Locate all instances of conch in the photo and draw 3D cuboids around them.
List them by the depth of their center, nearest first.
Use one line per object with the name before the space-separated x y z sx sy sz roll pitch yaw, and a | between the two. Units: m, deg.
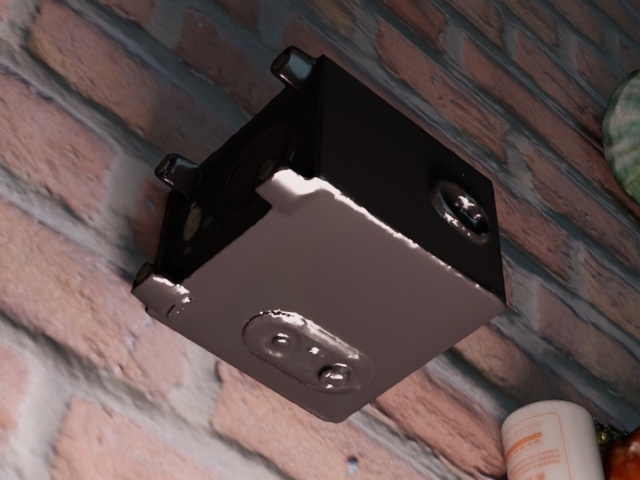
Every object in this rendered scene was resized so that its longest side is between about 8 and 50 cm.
conch | 0.524 -0.164 2.120 0.277 0.195 0.220 -105 169 -70

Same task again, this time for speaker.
speaker | 0.000 0.000 1.227 0.254 0.232 0.184 35 35 -27

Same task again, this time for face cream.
face cream | 0.245 0.287 1.378 0.101 0.101 0.251 31 38 -30

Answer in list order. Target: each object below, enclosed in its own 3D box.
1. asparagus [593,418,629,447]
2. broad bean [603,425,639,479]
asparagus | 0.325 0.225 1.604 0.165 0.030 0.036 24 31 -37
broad bean | 0.418 0.307 1.558 0.228 0.122 0.156 50 30 3
